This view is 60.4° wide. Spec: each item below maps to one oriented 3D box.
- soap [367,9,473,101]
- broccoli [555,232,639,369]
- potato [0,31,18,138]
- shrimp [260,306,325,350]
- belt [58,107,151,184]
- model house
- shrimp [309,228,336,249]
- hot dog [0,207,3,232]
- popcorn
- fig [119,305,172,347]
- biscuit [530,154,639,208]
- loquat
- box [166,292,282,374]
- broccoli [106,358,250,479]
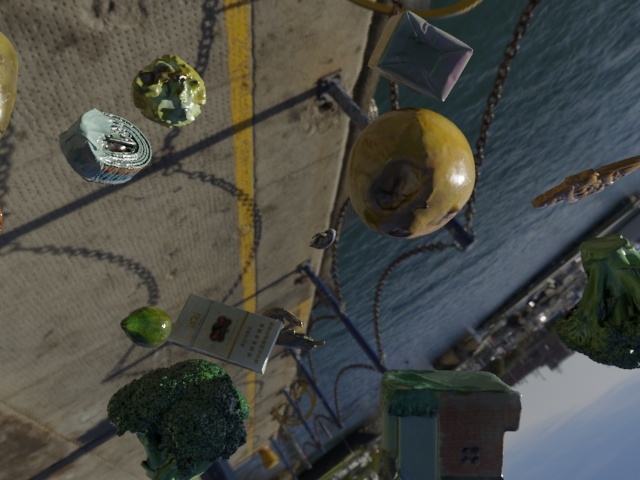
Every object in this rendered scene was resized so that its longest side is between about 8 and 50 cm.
[{"bbox_3d":[0.225,-0.426,1.282,0.138,0.182,0.199,-63,-170,15],"label":"soap"},{"bbox_3d":[0.559,0.112,1.011,0.269,0.241,0.261,-19,-171,6],"label":"broccoli"},{"bbox_3d":[-0.686,-0.301,1.088,0.192,0.296,0.141,-32,152,28],"label":"potato"},{"bbox_3d":[-0.091,0.274,1.688,0.047,0.224,0.126,-42,141,-68],"label":"shrimp"},{"bbox_3d":[-0.665,-0.287,1.707,0.150,0.207,0.258,-32,158,32],"label":"belt"},{"bbox_3d":[0.254,0.449,1.151,0.267,0.324,0.194,1,178,1],"label":"model house"},{"bbox_3d":[0.000,0.000,1.892,0.057,0.065,0.165,18,163,-31],"label":"shrimp"},{"bbox_3d":[-0.994,-0.120,1.447,0.174,0.267,0.387,-52,164,-30],"label":"hot dog"},{"bbox_3d":[-0.404,-0.391,1.444,0.198,0.198,0.212,-39,170,5],"label":"popcorn"},{"bbox_3d":[-0.508,0.246,1.584,0.123,0.123,0.156,-37,159,2],"label":"fig"},{"bbox_3d":[0.605,-0.127,1.252,0.250,0.035,0.162,-29,160,30],"label":"biscuit"},{"bbox_3d":[0.158,-0.121,0.983,0.244,0.243,0.244,-31,158,-14],"label":"loquat"},{"bbox_3d":[-0.155,0.151,0.902,0.024,0.167,0.090,91,18,-58],"label":"box"},{"bbox_3d":[-0.304,0.390,1.187,0.275,0.308,0.308,-65,157,-1],"label":"broccoli"}]
